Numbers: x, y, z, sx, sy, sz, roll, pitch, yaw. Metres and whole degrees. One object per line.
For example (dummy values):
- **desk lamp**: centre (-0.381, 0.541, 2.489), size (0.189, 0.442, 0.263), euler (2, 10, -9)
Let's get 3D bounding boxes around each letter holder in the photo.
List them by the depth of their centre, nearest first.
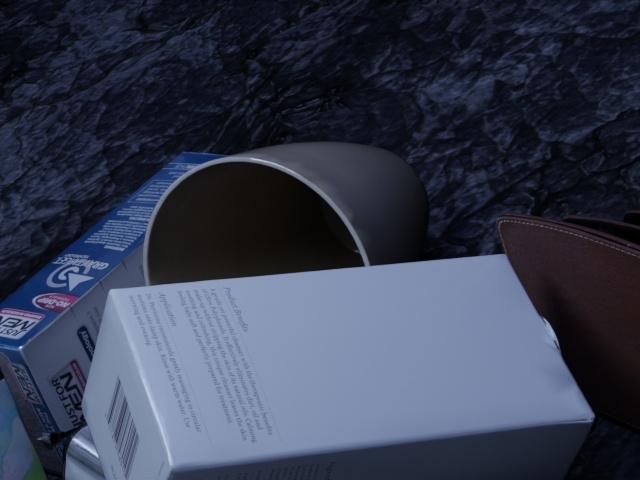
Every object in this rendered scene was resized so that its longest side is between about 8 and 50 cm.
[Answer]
- **letter holder**: centre (0.316, 0.050, 1.712), size (0.152, 0.214, 0.302), euler (-35, 30, -23)

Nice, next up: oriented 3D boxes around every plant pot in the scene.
- **plant pot**: centre (0.000, 0.000, 2.029), size (0.256, 0.256, 0.274), euler (-4, 17, 30)

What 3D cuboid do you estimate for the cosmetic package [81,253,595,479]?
- **cosmetic package**: centre (0.011, 0.139, 1.635), size (0.365, 0.155, 0.197), euler (-3, 46, -23)

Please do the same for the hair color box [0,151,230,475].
- **hair color box**: centre (-0.193, 0.072, 2.077), size (0.105, 0.174, 0.347), euler (7, 39, 43)

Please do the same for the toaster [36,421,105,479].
- **toaster**: centre (-0.143, 0.219, 1.744), size (0.110, 0.168, 0.185), euler (27, 40, 34)

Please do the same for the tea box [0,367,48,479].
- **tea box**: centre (-0.429, 0.236, 1.712), size (0.220, 0.323, 0.329), euler (-10, 17, 40)
